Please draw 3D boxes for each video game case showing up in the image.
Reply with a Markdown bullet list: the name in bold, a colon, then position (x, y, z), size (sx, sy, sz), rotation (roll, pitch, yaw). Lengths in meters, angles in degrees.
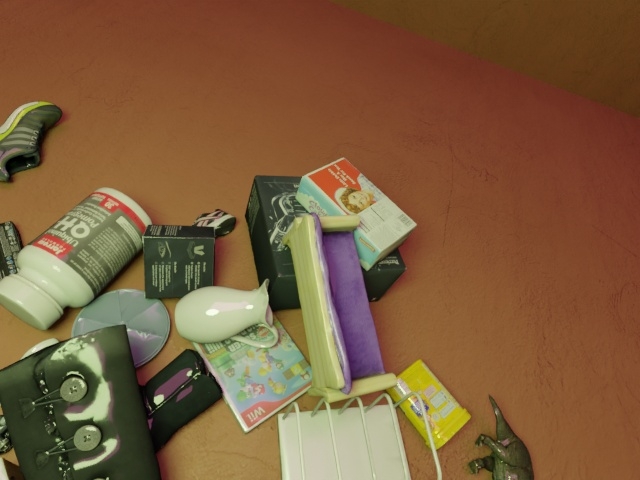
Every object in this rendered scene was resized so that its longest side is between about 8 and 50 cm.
- **video game case**: position (-0.163, 0.269, 0.982), size (0.204, 0.025, 0.285), rotation (-26, 65, -30)

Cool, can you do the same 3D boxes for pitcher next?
- **pitcher**: position (-0.205, 0.183, 0.943), size (0.208, 0.177, 0.125), rotation (-9, 23, 0)

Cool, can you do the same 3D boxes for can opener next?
- **can opener**: position (-0.571, 0.329, 0.797), size (0.073, 0.059, 0.186), rotation (36, 53, 11)

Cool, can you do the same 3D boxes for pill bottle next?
- **pill bottle**: position (-0.547, 0.038, 0.942), size (0.177, 0.176, 0.318), rotation (27, 52, 5)

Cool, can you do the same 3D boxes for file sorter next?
- **file sorter**: position (0.068, 0.422, 0.843), size (0.278, 0.173, 0.192), rotation (1, 54, -15)

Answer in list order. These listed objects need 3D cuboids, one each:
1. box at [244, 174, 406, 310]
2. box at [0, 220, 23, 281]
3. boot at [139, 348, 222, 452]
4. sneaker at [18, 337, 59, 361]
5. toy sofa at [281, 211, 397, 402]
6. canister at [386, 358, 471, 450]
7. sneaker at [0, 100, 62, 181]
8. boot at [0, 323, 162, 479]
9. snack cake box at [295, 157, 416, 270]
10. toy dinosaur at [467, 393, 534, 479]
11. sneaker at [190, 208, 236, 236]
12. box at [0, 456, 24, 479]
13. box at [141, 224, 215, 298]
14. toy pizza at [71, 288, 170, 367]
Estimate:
- **box**: position (0.000, 0.000, 1.116), size (0.344, 0.178, 0.312), rotation (-2, 56, -23)
- **box**: position (-0.777, 0.061, 0.945), size (0.184, 0.045, 0.190), rotation (-23, 64, -26)
- **boot**: position (-0.350, 0.295, 0.861), size (0.246, 0.094, 0.207), rotation (44, 58, 8)
- **sneaker**: position (-0.592, 0.267, 0.847), size (0.061, 0.053, 0.152), rotation (38, 59, 1)
- **toy sofa**: position (0.040, 0.124, 0.843), size (0.150, 0.177, 0.362), rotation (-4, 72, -23)
- **canister**: position (0.251, 0.383, 0.988), size (0.126, 0.073, 0.170), rotation (-26, 64, -31)
- **sneaker**: position (-0.814, -0.267, 1.150), size (0.121, 0.111, 0.299), rotation (30, 57, -6)
- **boot**: position (-0.304, 0.356, 0.727), size (0.368, 0.146, 0.444), rotation (-19, 74, -21)
- **snack cake box**: position (0.084, -0.071, 1.028), size (0.152, 0.089, 0.264), rotation (-32, 70, -35)
- **toy dinosaur**: position (0.420, 0.517, 0.933), size (0.161, 0.121, 0.313), rotation (13, 47, -22)
- **sneaker**: position (-0.323, -0.032, 1.141), size (0.077, 0.071, 0.178), rotation (37, 44, 27)
- **box**: position (-0.516, 0.462, 0.669), size (0.091, 0.130, 0.170), rotation (-24, 65, -30)
- **box**: position (-0.335, 0.050, 0.998), size (0.159, 0.155, 0.093), rotation (2, 20, -15)
- **toy pizza**: position (-0.448, 0.202, 0.944), size (0.202, 0.032, 0.201), rotation (9, 52, -11)
